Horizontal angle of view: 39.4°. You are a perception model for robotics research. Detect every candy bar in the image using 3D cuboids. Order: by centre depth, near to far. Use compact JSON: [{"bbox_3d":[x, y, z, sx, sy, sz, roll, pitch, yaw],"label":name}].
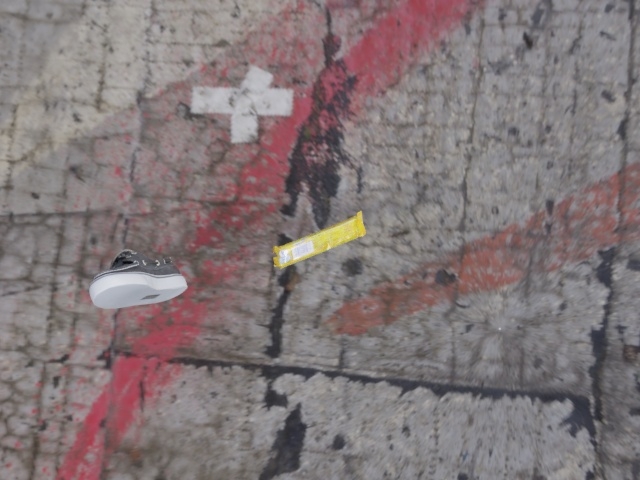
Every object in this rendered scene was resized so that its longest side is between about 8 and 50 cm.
[{"bbox_3d":[0.000,0.000,1.328,0.162,0.018,0.040,-22,118,-24],"label":"candy bar"}]

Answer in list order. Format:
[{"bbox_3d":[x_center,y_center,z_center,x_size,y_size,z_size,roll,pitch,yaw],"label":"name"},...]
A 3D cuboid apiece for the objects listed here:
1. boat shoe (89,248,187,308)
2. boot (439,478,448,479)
[{"bbox_3d":[-0.273,0.049,1.319,0.080,0.228,0.076,-30,79,19],"label":"boat shoe"},{"bbox_3d":[0.131,0.441,1.212,0.165,0.077,0.213,-6,71,-18],"label":"boot"}]
